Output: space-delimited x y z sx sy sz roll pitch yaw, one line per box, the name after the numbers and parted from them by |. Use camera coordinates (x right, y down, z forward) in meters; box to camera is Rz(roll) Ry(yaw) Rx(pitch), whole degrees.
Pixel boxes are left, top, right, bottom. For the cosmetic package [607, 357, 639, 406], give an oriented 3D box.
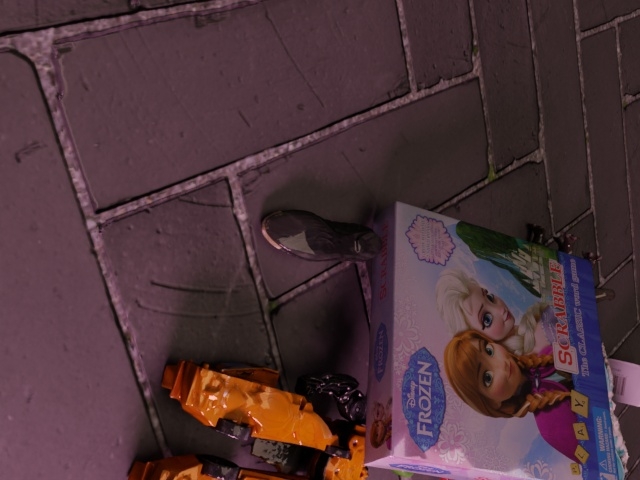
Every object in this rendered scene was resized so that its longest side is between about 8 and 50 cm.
0.655 0.297 1.440 0.231 0.117 0.086 14 86 -45 | cosmetic package

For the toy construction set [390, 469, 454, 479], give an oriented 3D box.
0.244 0.254 0.947 0.308 0.237 0.258 3 93 -44 | toy construction set

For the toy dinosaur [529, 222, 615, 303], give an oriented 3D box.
0.398 0.073 1.188 0.313 0.121 0.160 26 88 -47 | toy dinosaur

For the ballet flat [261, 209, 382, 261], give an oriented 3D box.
0.000 0.000 0.824 0.173 0.049 0.058 11 81 -38 | ballet flat

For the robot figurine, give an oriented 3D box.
-0.053 0.232 0.761 0.291 0.085 0.211 28 75 -42 | robot figurine

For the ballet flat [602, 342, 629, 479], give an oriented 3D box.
0.448 0.283 1.242 0.147 0.147 0.409 -43 125 -33 | ballet flat

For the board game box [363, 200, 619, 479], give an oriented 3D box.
0.213 0.138 0.865 0.317 0.066 0.319 15 60 -19 | board game box
